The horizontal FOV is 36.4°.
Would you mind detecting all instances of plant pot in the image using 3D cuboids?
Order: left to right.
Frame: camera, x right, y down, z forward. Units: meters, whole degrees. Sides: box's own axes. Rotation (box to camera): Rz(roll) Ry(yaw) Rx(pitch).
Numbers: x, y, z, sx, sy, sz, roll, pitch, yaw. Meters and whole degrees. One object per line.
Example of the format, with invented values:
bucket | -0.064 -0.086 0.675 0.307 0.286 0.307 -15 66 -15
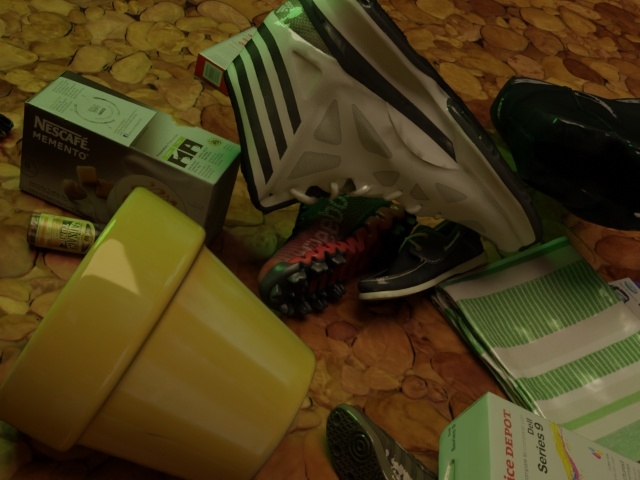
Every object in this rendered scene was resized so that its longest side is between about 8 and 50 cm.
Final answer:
plant pot | -0.146 0.115 0.943 0.239 0.254 0.254 33 39 -10

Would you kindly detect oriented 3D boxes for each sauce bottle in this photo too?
sauce bottle | -0.282 -0.005 1.157 0.128 0.042 0.042 8 42 -11

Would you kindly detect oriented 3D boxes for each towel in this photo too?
towel | 0.322 0.140 1.221 0.248 0.038 0.325 -18 53 -27

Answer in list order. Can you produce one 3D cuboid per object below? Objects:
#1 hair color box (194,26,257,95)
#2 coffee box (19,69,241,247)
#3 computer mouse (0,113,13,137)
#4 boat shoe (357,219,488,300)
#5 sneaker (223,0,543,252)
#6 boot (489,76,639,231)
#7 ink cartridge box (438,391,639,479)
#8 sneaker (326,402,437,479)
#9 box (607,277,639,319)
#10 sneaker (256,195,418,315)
hair color box | -0.126 -0.284 1.532 0.072 0.043 0.141 35 43 17
coffee box | -0.234 -0.090 1.195 0.246 0.141 0.098 24 40 4
computer mouse | -0.479 -0.209 1.272 0.193 0.042 0.106 40 0 26
boat shoe | 0.124 0.022 1.245 0.233 0.084 0.079 -22 100 -43
sneaker | 0.059 -0.094 1.168 0.447 0.257 0.169 44 16 -27
boot | 0.436 -0.120 1.370 0.367 0.146 0.445 11 14 0
ink cartridge box | 0.229 0.271 0.981 0.212 0.093 0.154 26 39 -14
sneaker | 0.077 0.249 1.017 0.071 0.066 0.188 -2 48 -48
box | 0.409 0.095 1.338 0.136 0.028 0.081 -8 48 -32
sneaker | 0.000 0.000 1.224 0.135 0.097 0.276 39 41 20
